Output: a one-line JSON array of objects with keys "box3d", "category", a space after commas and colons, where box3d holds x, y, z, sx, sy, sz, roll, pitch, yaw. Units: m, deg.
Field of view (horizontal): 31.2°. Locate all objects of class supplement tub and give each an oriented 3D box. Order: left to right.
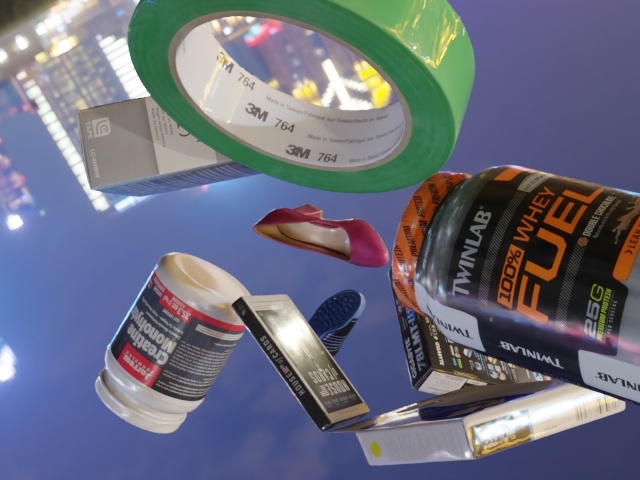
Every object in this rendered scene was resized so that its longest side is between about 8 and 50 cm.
[{"box3d": [-0.254, 0.177, 1.989, 0.272, 0.191, 0.191, -59, -169, 12], "category": "supplement tub"}, {"box3d": [0.257, 0.040, 1.182, 0.338, 0.207, 0.207, 15, -139, 34], "category": "supplement tub"}]

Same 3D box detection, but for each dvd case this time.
[{"box3d": [-0.028, 0.186, 1.785, 0.029, 0.238, 0.179, -41, 165, 15], "category": "dvd case"}]

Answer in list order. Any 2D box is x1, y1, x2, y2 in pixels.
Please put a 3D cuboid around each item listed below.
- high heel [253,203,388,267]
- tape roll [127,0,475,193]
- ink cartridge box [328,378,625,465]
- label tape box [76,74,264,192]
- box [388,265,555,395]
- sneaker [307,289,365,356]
[{"box3d": [0.000, 0.000, 1.887, 0.117, 0.082, 0.244, -21, -143, -34], "category": "high heel"}, {"box3d": [-0.018, -0.163, 1.078, 0.321, 0.321, 0.077, -11, -130, 46], "category": "tape roll"}, {"box3d": [0.221, 0.260, 1.652, 0.303, 0.072, 0.307, -11, 174, -36], "category": "ink cartridge box"}, {"box3d": [-0.118, -0.144, 1.526, 0.348, 0.115, 0.249, -13, 179, 5], "category": "label tape box"}, {"box3d": [0.287, 0.176, 2.156, 0.073, 0.293, 0.295, -54, -148, 35], "category": "box"}, {"box3d": [0.024, 0.195, 2.493, 0.232, 0.081, 0.090, -43, 146, 20], "category": "sneaker"}]
